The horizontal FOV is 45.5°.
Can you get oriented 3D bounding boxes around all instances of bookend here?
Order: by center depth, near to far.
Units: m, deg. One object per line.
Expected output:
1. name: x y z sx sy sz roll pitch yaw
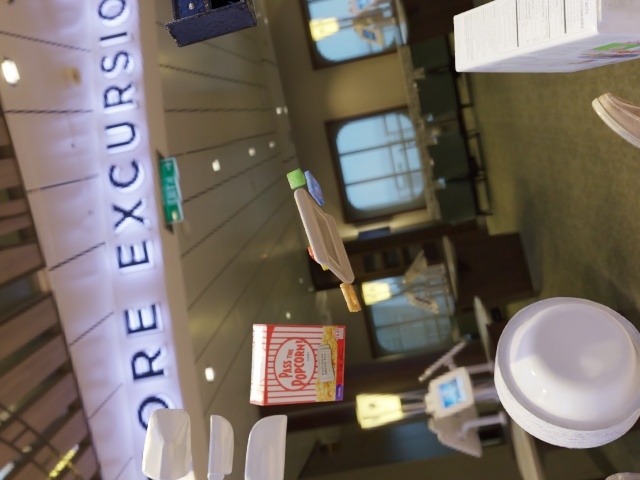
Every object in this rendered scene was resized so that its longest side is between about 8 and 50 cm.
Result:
1. bookend: -0.209 -0.459 1.408 0.072 0.156 0.157 57 -159 -69

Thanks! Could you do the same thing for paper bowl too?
1. paper bowl: 0.477 0.233 1.444 0.148 0.284 0.284 77 -175 -53

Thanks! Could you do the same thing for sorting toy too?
1. sorting toy: 0.000 0.000 1.652 0.196 0.047 0.348 37 -149 -64

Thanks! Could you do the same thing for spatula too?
1. spatula: -0.132 0.326 0.912 0.019 0.168 0.242 173 102 -77

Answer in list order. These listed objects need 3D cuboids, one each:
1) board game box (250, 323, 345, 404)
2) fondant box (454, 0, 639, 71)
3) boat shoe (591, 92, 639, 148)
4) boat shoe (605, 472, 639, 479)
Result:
1. board game box: -0.041 0.233 1.451 0.193 0.045 0.147 5 -96 -39
2. fondant box: 0.388 -0.319 1.139 0.330 0.238 0.096 -169 75 -67
3. boat shoe: 0.750 -0.253 1.656 0.122 0.341 0.110 -87 22 -51
4. boat shoe: 0.375 0.338 0.870 0.130 0.355 0.132 46 149 43
